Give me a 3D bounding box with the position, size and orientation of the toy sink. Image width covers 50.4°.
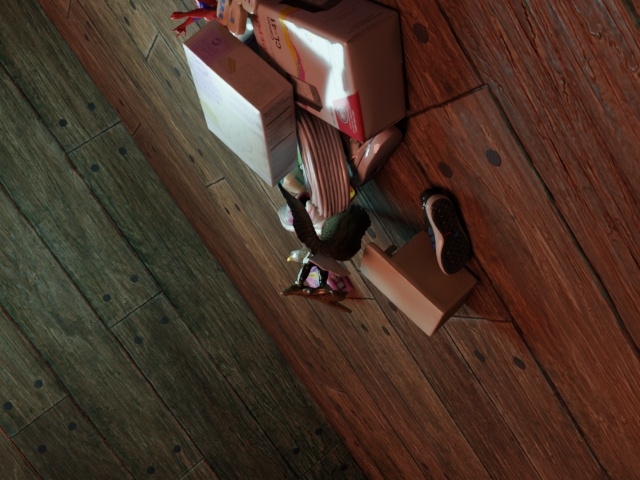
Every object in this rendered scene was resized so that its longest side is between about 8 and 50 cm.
[{"bbox_3d":[0.224,0.077,1.567,0.234,0.131,0.153,43,158,18],"label":"toy sink"}]

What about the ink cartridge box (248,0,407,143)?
[{"bbox_3d":[0.013,-0.357,1.312,0.306,0.131,0.226,35,153,38],"label":"ink cartridge box"}]

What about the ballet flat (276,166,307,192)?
[{"bbox_3d":[-0.071,-0.162,1.862,0.086,0.086,0.248,56,179,-9],"label":"ballet flat"}]

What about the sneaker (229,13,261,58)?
[{"bbox_3d":[-0.152,-0.513,1.494,0.305,0.114,0.152,106,144,-66],"label":"sneaker"}]

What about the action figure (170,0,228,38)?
[{"bbox_3d":[-0.306,-0.533,1.463,0.280,0.139,0.091,52,-175,-37],"label":"action figure"}]

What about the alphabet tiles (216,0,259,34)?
[{"bbox_3d":[-0.153,-0.547,1.291,0.278,0.021,0.284,50,136,50],"label":"alphabet tiles"}]

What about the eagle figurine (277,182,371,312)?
[{"bbox_3d":[-0.010,0.001,1.636,0.225,0.298,0.226,1,159,20],"label":"eagle figurine"}]

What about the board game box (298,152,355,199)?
[{"bbox_3d":[-0.012,-0.197,1.775,0.259,0.039,0.124,48,161,5],"label":"board game box"}]

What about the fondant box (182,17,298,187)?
[{"bbox_3d":[-0.165,-0.290,1.496,0.238,0.096,0.330,43,163,16],"label":"fondant box"}]

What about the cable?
[{"bbox_3d":[0.005,-0.178,1.537,0.257,0.089,0.257,84,172,-63],"label":"cable"}]

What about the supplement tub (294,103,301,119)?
[{"bbox_3d":[-0.124,-0.346,1.650,0.190,0.117,0.117,32,151,47],"label":"supplement tub"}]

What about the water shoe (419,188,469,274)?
[{"bbox_3d":[0.262,-0.021,1.437,0.080,0.073,0.203,-118,8,-57],"label":"water shoe"}]

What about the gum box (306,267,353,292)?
[{"bbox_3d":[0.022,0.128,2.192,0.107,0.062,0.188,57,160,-11],"label":"gum box"}]

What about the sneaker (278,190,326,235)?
[{"bbox_3d":[-0.044,-0.093,1.938,0.252,0.103,0.111,8,128,54],"label":"sneaker"}]

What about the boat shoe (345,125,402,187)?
[{"bbox_3d":[0.100,-0.195,1.449,0.088,0.096,0.267,50,170,6],"label":"boat shoe"}]
